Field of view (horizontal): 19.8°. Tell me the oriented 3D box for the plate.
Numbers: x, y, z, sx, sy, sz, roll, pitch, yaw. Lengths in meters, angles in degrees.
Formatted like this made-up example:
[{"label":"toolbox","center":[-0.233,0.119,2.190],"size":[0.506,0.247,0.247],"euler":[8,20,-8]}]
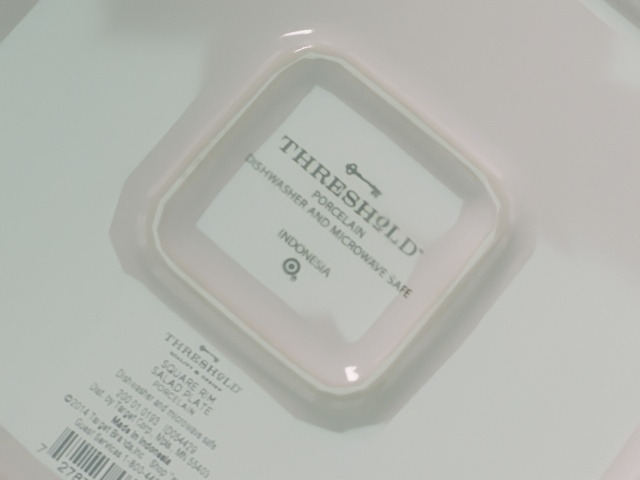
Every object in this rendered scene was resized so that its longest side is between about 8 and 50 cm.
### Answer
[{"label":"plate","center":[0.000,0.000,0.461],"size":[0.277,0.045,0.278],"euler":[40,77,3]}]
